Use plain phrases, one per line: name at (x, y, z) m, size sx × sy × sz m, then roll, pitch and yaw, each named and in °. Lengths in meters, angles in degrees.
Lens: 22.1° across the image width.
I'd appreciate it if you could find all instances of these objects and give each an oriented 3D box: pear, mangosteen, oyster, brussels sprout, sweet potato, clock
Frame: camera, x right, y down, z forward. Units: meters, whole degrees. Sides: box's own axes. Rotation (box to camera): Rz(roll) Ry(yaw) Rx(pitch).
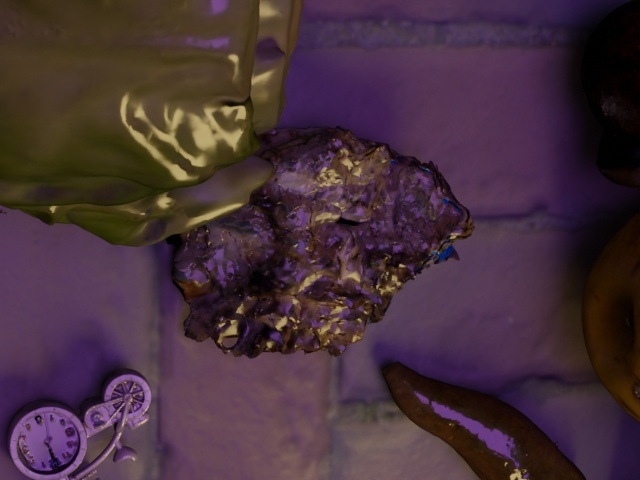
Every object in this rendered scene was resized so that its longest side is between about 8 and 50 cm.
pear at (0.378, 0.067, 1.461) m, size 0.281 × 0.281 × 0.280 m, roll -3°, pitch 100°, yaw -21°
mangosteen at (0.311, -0.132, 1.458) m, size 0.173 × 0.172 × 0.184 m, roll 9°, pitch 95°, yaw -22°
oyster at (0.001, 0.001, 1.402) m, size 0.260 × 0.092 × 0.198 m, roll -4°, pitch 96°, yaw -18°
brussels sprout at (-0.191, -0.190, 1.142) m, size 0.361 × 0.425 × 0.342 m, roll 8°, pitch 69°, yaw 0°
sweet potato at (0.157, 0.186, 1.496) m, size 0.244 × 0.077 × 0.077 m, roll 37°, pitch 84°, yaw -23°
clock at (-0.196, 0.161, 1.373) m, size 0.129 × 0.041 × 0.087 m, roll -29°, pitch 104°, yaw -9°

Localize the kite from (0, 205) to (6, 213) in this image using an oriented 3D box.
kite at (-0.282, -0.115, 1.314) m, size 0.244 × 0.006 × 0.198 m, roll -26°, pitch 106°, yaw -15°
